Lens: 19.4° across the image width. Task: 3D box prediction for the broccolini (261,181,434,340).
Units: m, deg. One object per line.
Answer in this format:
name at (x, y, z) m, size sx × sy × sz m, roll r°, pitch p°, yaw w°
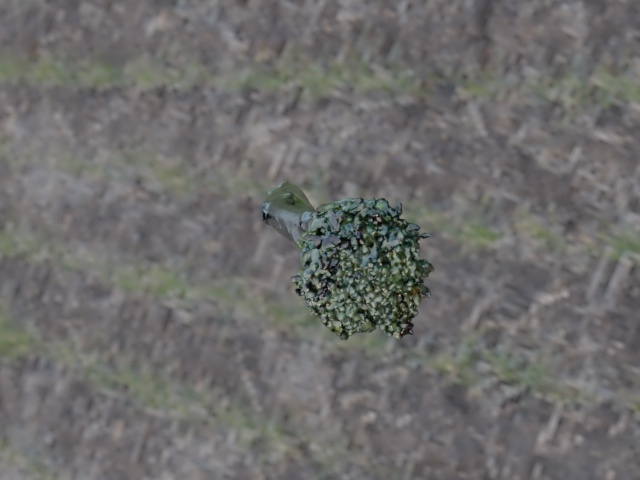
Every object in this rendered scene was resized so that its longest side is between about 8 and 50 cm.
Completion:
broccolini at (0.000, 0.000, 0.762) m, size 0.051 × 0.054 × 0.239 m, roll -50°, pitch 12°, yaw -2°
